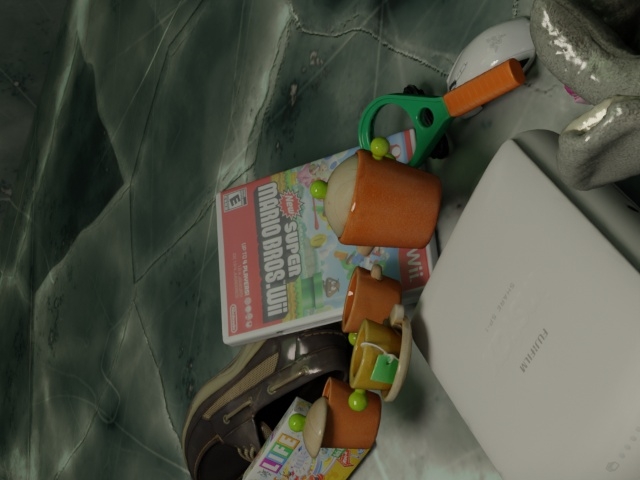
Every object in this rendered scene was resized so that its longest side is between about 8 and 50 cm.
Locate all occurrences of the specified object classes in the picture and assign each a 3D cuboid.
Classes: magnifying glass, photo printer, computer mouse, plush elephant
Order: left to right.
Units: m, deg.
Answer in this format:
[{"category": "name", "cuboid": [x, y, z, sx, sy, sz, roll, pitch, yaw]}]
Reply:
[{"category": "magnifying glass", "cuboid": [0.125, -0.137, 1.070, 0.231, 0.026, 0.092, -24, 84, 49]}, {"category": "computer mouse", "cuboid": [0.158, -0.175, 1.077, 0.193, 0.042, 0.106, -45, 46, 44]}, {"category": "photo printer", "cuboid": [0.215, 0.088, 0.853, 0.307, 0.107, 0.256, 59, 134, 46]}, {"category": "plush elephant", "cuboid": [0.280, -0.134, 0.647, 0.255, 0.271, 0.330, -22, -75, -81]}]

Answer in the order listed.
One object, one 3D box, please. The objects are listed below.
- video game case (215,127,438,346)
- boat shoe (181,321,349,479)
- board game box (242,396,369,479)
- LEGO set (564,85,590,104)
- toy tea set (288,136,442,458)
[{"category": "video game case", "cuboid": [0.000, 0.000, 1.184, 0.285, 0.025, 0.204, -16, 66, 26]}, {"category": "boat shoe", "cuboid": [-0.077, 0.226, 1.274, 0.355, 0.132, 0.130, -59, 38, 34]}, {"category": "board game box", "cuboid": [-0.019, 0.267, 1.197, 0.154, 0.103, 0.026, -59, 9, 33]}, {"category": "LEGO set", "cuboid": [0.242, -0.273, 0.905, 0.132, 0.107, 0.287, -39, 52, 48]}, {"category": "toy tea set", "cuboid": [0.027, 0.057, 1.010, 0.200, 0.124, 0.336, 138, 143, -81]}]
